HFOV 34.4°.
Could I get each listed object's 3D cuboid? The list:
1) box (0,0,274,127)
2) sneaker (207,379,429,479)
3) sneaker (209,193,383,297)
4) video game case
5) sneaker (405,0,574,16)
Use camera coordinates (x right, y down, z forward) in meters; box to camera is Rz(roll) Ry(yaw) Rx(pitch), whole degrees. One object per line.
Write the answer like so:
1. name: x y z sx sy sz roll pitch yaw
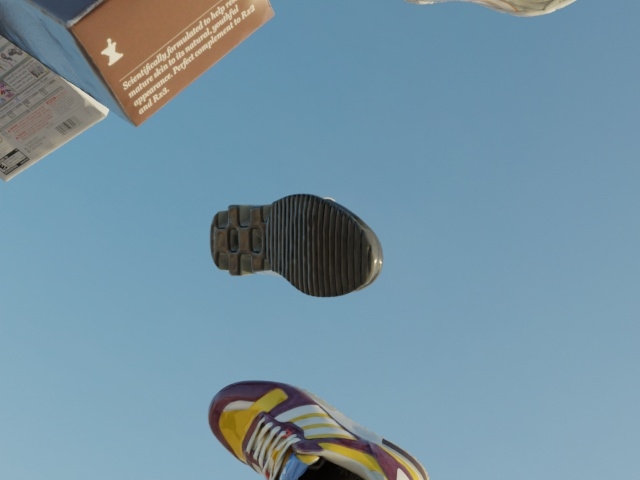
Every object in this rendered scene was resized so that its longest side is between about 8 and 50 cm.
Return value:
1. box: -0.243 -0.282 1.092 0.381 0.191 0.143 34 -20 45
2. sneaker: -0.016 0.148 0.726 0.186 0.069 0.084 18 6 29
3. sneaker: 0.000 0.000 1.301 0.146 0.122 0.331 1 6 -33
4. video game case: -0.506 -0.238 1.641 0.270 0.061 0.244 -25 -54 32
5. sneaker: 0.202 -0.323 1.237 0.263 0.099 0.121 1 6 8
